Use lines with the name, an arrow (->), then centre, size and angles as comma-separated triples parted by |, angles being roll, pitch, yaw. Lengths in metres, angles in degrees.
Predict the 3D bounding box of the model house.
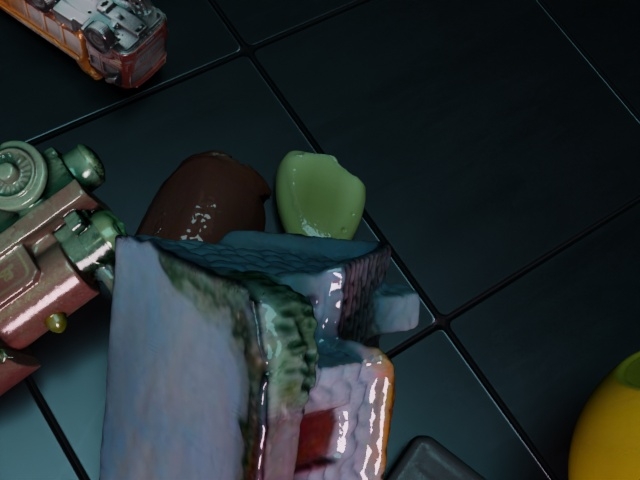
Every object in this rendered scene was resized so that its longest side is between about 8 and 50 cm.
model house -> -0.023, 0.182, 0.996 | 0.339, 0.297, 0.360 | -3, 102, -41

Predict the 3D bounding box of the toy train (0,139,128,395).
toy train -> -0.355, 0.029, 1.065 | 0.304, 0.150, 0.221 | -37, 74, -1

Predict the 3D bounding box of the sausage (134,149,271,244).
sausage -> -0.155, 0.011, 1.147 | 0.152, 0.152, 0.280 | 23, 62, -1

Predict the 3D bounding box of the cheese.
cheese -> 0.000, 0.000, 1.243 | 0.127, 0.050, 0.256 | 6, 66, -11

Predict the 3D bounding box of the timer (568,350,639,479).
timer -> 0.466, 0.315, 1.052 | 0.376, 0.376, 0.387 | -21, 96, -20

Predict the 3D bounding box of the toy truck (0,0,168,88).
toy truck -> -0.341, -0.321, 1.279 | 0.270, 0.135, 0.114 | 35, 65, 10

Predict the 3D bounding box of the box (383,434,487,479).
box -> 0.169, 0.358, 1.107 | 0.230, 0.050, 0.160 | 37, 63, 6
